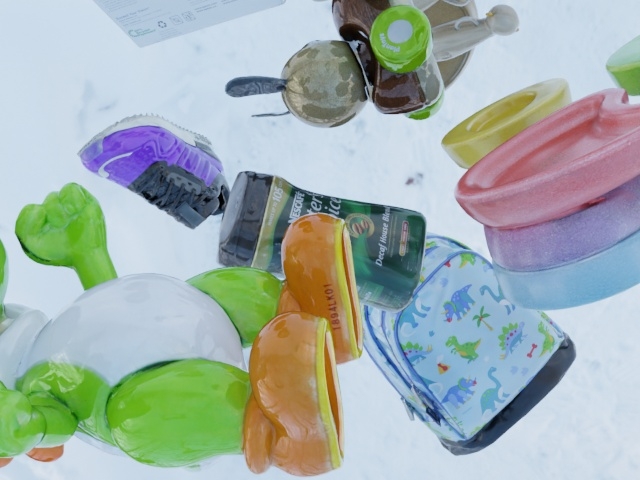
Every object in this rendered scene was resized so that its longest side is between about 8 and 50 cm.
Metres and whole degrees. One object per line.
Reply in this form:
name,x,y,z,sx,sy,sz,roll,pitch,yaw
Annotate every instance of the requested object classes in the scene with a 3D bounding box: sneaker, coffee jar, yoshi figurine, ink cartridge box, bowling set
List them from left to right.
yoshi figurine,-0.165,0.045,0.449,0.362,0.202,0.203,-5,165,12
ink cartridge box,-0.272,-0.481,1.192,0.324,0.071,0.330,-7,150,26
sneaker,-0.215,-0.088,1.044,0.102,0.293,0.146,-32,77,21
coffee jar,0.000,0.000,0.661,0.185,0.096,0.079,13,152,-6
bowling set,0.124,-0.371,0.922,0.287,0.199,0.154,10,167,-42

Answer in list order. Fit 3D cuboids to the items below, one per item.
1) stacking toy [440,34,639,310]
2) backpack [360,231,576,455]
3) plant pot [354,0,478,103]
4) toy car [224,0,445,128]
stacking toy,0.243,-0.063,0.543,0.280,0.309,0.130,-26,104,18
backpack,0.207,0.141,1.142,0.355,0.290,0.273,48,178,-2
plant pot,0.153,-0.311,1.149,0.236,0.032,0.236,-12,131,-14
toy car,0.008,-0.166,0.675,0.189,0.148,0.155,-21,166,10
